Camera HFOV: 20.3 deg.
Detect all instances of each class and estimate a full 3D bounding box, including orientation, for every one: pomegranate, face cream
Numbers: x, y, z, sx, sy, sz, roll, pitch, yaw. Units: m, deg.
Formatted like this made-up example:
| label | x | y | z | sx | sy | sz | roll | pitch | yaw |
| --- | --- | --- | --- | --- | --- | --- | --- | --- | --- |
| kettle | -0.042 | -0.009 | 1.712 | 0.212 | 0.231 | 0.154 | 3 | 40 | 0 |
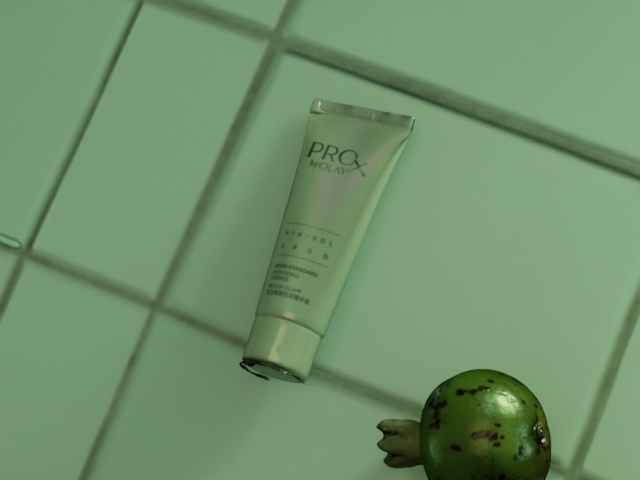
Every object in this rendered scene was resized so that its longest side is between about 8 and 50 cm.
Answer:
| label | x | y | z | sx | sy | sz | roll | pitch | yaw |
| --- | --- | --- | --- | --- | --- | --- | --- | --- | --- |
| pomegranate | 0.111 | 0.158 | 1.393 | 0.142 | 0.114 | 0.114 | -8 | 75 | 33 |
| face cream | 0.000 | 0.000 | 1.472 | 0.092 | 0.058 | 0.243 | 14 | 74 | 18 |
